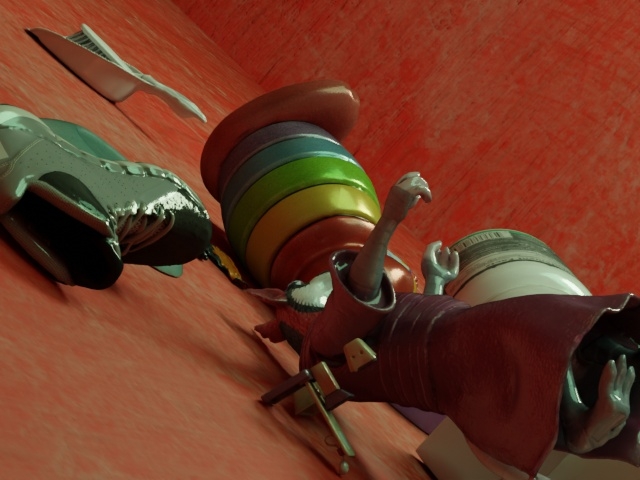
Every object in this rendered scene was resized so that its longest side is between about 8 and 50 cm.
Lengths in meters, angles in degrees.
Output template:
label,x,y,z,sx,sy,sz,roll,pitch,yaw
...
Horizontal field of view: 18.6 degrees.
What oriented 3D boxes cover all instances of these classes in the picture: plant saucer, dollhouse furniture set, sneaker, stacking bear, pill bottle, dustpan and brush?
label,x,y,z,sx,sy,sz,roll,pitch,yaw
plant saucer,-0.177,-0.048,1.641,0.195,0.037,0.195,41,6,-6
dollhouse furniture set,0.024,0.134,1.510,0.081,0.091,0.114,59,7,12
sneaker,-0.149,-0.002,1.348,0.229,0.086,0.132,23,23,-42
stacking bear,0.000,0.000,1.908,0.164,0.175,0.289,-6,43,-22
pill bottle,0.240,0.113,2.413,0.204,0.204,0.361,42,7,-9
dustpan and brush,-0.222,-0.187,2.210,0.211,0.060,0.147,43,6,3

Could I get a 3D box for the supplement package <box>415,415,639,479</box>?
label,x,y,z,sx,sy,sz,roll,pitch,yaw
supplement package,0.238,0.205,1.781,0.203,0.194,0.149,39,6,-36

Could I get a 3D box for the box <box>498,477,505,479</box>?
label,x,y,z,sx,sy,sz,roll,pitch,yaw
box,0.210,0.304,1.521,0.067,0.063,0.324,36,9,-34

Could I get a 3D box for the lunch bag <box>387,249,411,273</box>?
label,x,y,z,sx,sy,sz,roll,pitch,yaw
lunch bag,0.003,0.015,2.136,0.151,0.096,0.129,29,-1,37

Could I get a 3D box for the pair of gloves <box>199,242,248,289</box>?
label,x,y,z,sx,sy,sz,roll,pitch,yaw
pair of gloves,-0.105,0.009,1.829,0.083,0.010,0.074,36,9,-40

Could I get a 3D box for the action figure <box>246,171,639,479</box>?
label,x,y,z,sx,sy,sz,roll,pitch,yaw
action figure,0.103,0.104,1.609,0.370,0.275,0.248,4,-14,28

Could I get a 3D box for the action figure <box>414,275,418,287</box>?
label,x,y,z,sx,sy,sz,roll,pitch,yaw
action figure,0.095,0.059,1.935,0.038,0.030,0.115,48,8,0

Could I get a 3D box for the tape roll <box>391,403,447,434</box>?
label,x,y,z,sx,sy,sz,roll,pitch,yaw
tape roll,0.091,0.116,2.012,0.189,0.080,0.189,42,7,-6
